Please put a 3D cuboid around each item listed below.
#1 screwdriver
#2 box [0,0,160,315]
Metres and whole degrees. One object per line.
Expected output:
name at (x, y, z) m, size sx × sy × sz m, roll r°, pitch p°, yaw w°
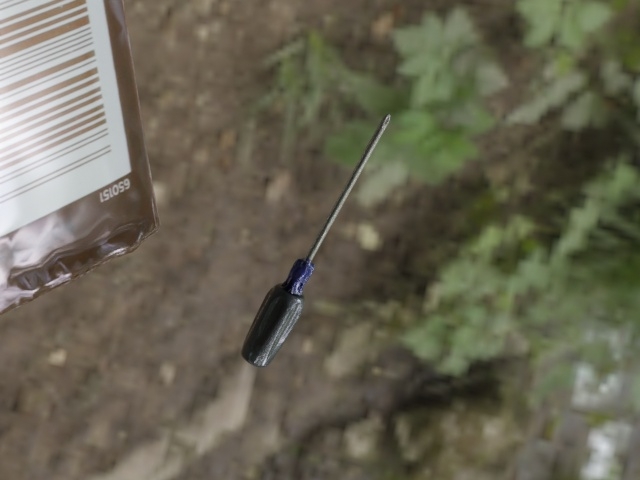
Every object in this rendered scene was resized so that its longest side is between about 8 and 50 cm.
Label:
screwdriver at (0.000, 0.000, 1.135) m, size 0.170 × 0.024 × 0.025 m, roll -60°, pitch 167°, yaw 11°
box at (-0.267, -0.088, 0.873) m, size 0.143 × 0.381 × 0.191 m, roll -30°, pitch 119°, yaw -47°
